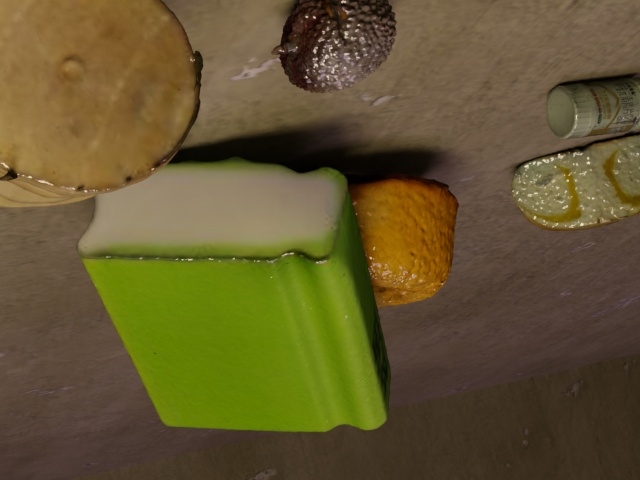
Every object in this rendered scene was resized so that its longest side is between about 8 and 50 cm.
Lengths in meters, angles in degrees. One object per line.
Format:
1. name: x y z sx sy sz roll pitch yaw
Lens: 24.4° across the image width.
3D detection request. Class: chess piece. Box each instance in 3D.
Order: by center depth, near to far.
1. chess piece: -0.173 -0.069 0.862 0.137 0.137 0.301 -10 177 -21

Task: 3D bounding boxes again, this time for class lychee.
1. lychee: 0.007 -0.124 0.907 0.083 0.068 0.067 -15 -151 -15

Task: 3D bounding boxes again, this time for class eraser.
1. eraser: -0.059 0.054 1.196 0.210 0.092 0.274 1 143 9

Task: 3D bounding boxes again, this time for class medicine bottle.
1. medicine bottle: 0.236 -0.111 1.240 0.083 0.047 0.047 -8 166 -24

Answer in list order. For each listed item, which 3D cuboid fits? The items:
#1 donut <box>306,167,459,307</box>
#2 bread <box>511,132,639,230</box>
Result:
1. donut: 0.003 0.000 1.337 0.253 0.118 0.253 0 170 0
2. bread: 0.263 -0.053 1.472 0.157 0.083 0.094 -13 179 -14
